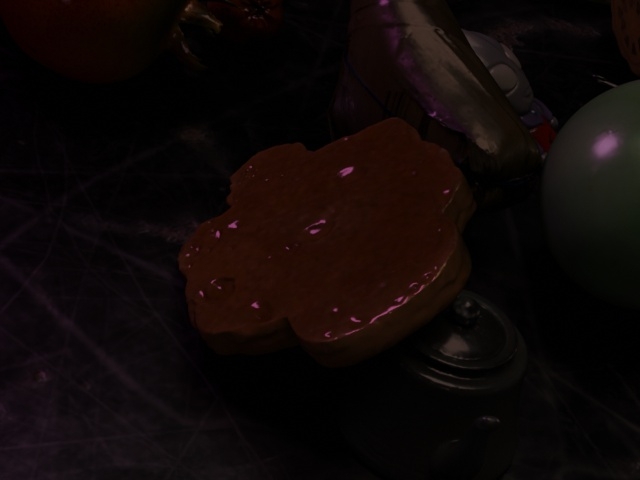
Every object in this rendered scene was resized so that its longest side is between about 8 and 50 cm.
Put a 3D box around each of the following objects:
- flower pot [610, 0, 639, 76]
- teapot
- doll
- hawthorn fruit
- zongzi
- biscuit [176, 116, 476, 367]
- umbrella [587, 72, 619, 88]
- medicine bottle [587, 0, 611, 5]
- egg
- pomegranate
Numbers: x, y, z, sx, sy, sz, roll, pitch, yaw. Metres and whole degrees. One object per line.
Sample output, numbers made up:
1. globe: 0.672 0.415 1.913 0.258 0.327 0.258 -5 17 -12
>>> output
1. flower pot: 0.444 -0.269 2.049 0.179 0.195 0.195 -11 43 -10
2. teapot: 0.102 0.098 1.483 0.162 0.149 0.239 2 40 -15
3. doll: 0.181 -0.158 1.844 0.227 0.075 0.102 46 32 -14
4. hawthorn fruit: -0.084 -0.258 1.933 0.093 0.093 0.093 9 38 -7
5. zongzi: 0.114 -0.191 1.701 0.123 0.289 0.260 -8 23 -32
6. biscuit: 0.002 0.004 1.540 0.269 0.051 0.376 -31 30 -6
7. umbrella: 0.427 -0.139 1.992 0.269 0.044 0.044 23 0 0
8. medicine bottle: 0.294 -0.367 2.183 0.188 0.088 0.132 9 38 -8
9. egg: 0.327 -0.046 1.681 0.220 0.220 0.269 37 36 27
10. pomegranate: -0.210 -0.259 1.786 0.256 0.221 0.221 31 39 3
